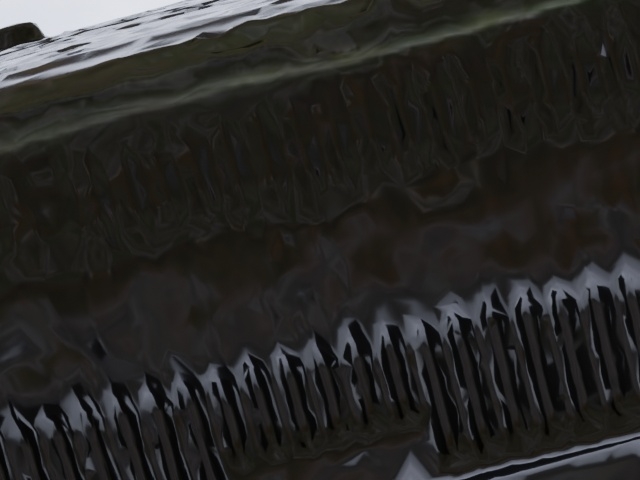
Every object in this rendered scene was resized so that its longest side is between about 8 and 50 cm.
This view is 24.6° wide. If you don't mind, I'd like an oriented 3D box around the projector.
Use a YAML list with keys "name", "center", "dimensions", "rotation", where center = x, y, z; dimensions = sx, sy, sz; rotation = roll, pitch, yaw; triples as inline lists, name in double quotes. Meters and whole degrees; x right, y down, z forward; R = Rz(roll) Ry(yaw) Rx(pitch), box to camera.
- name: "projector"
  center: [0.000, 0.000, 0.616]
  dimensions: [0.395, 0.242, 0.405]
  rotation: [-13, -169, 4]
